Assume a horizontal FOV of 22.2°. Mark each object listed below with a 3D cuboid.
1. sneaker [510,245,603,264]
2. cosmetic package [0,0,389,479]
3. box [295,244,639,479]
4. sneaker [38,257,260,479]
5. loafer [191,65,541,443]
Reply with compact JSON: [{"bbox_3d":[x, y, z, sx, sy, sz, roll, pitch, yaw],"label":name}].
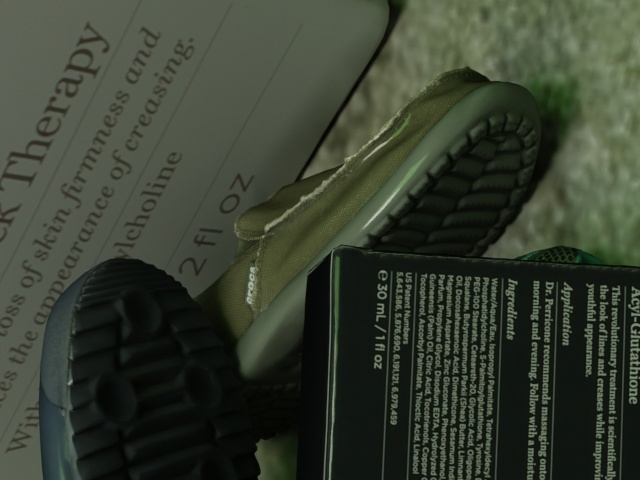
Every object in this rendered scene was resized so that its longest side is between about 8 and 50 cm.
[{"bbox_3d":[0.105,0.076,0.687,0.076,0.065,0.166,-28,67,31],"label":"sneaker"},{"bbox_3d":[-0.254,-0.098,0.825,0.327,0.393,0.329,46,115,38],"label":"cosmetic package"},{"bbox_3d":[0.082,0.141,0.601,0.103,0.184,0.261,128,146,-82],"label":"box"},{"bbox_3d":[-0.092,0.172,0.736,0.131,0.112,0.319,-23,72,42],"label":"sneaker"},{"bbox_3d":[0.000,0.000,0.773,0.251,0.094,0.087,-46,59,29],"label":"loafer"}]
